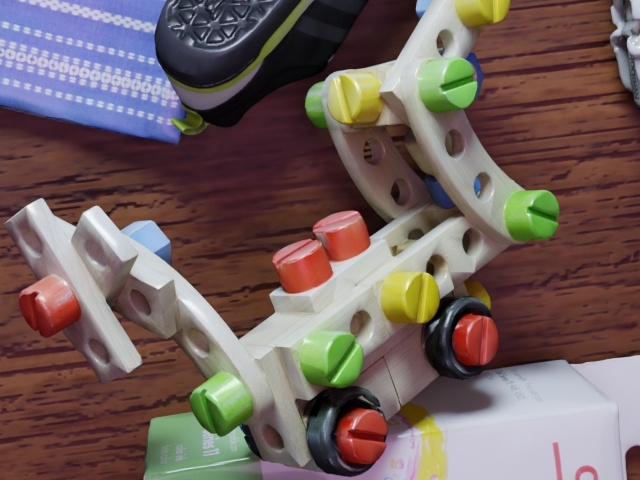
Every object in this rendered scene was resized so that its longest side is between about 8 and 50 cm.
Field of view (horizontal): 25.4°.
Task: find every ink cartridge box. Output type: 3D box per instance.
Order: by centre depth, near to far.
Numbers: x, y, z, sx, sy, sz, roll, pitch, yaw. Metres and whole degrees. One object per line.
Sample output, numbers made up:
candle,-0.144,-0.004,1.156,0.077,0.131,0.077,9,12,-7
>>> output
ink cartridge box,0.080,0.197,0.884,0.353,0.119,0.207,-8,99,-4

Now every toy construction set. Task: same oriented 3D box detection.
toy construction set,0.000,0.000,0.793,0.327,0.151,0.215,-28,110,-23

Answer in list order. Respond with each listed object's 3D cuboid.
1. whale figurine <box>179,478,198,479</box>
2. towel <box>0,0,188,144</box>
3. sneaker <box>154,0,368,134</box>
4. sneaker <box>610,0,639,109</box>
whale figurine,-0.061,0.271,0.753,0.216,0.141,0.272,13,97,-5
towel,-0.160,-0.242,0.841,0.243,0.040,0.336,13,97,-7
sneaker,-0.011,-0.156,0.857,0.234,0.097,0.084,-41,63,-17
sneaker,0.226,-0.152,0.861,0.129,0.111,0.297,-35,99,6
